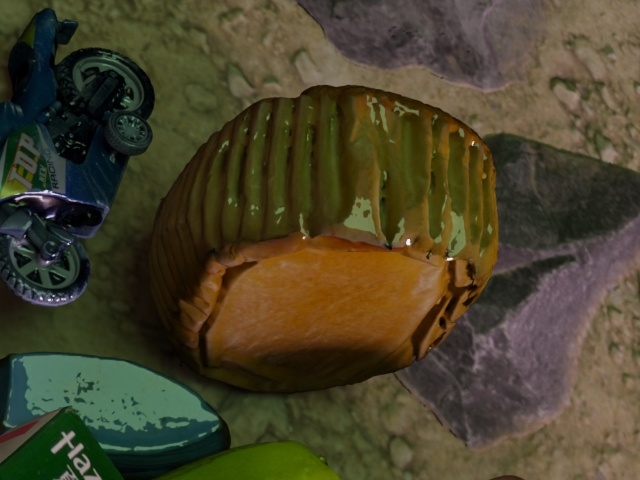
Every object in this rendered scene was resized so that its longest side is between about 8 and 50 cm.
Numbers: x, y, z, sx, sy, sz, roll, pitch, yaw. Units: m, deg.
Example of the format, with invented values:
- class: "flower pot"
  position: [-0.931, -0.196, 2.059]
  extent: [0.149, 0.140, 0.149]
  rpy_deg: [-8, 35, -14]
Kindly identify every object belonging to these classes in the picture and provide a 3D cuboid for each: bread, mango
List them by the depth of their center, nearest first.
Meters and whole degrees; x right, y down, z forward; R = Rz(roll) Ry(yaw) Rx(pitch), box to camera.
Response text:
- class: "mango"
  position: [-0.083, 0.212, 1.232]
  extent: [0.233, 0.111, 0.125]
  rpy_deg: [-26, 81, -32]
- class: "bread"
  position: [0.000, 0.000, 1.311]
  extent: [0.227, 0.253, 0.142]
  rpy_deg: [10, 58, -17]

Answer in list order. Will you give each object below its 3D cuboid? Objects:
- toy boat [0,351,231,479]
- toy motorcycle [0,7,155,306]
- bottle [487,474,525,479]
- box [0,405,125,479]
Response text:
- class: "toy boat"
  position: [-0.145, 0.125, 1.270]
  extent: [0.186, 0.077, 0.075]
  rpy_deg: [9, 62, -22]
- class: "toy motorcycle"
  position: [-0.198, -0.064, 1.311]
  extent: [0.136, 0.092, 0.254]
  rpy_deg: [26, 44, -11]
- class: "bottle"
  position: [0.123, 0.316, 1.291]
  extent: [0.206, 0.173, 0.296]
  rpy_deg: [-18, 78, -20]
- class: "box"
  position: [-0.148, 0.215, 1.084]
  extent: [0.199, 0.081, 0.135]
  rpy_deg: [57, 38, -8]
